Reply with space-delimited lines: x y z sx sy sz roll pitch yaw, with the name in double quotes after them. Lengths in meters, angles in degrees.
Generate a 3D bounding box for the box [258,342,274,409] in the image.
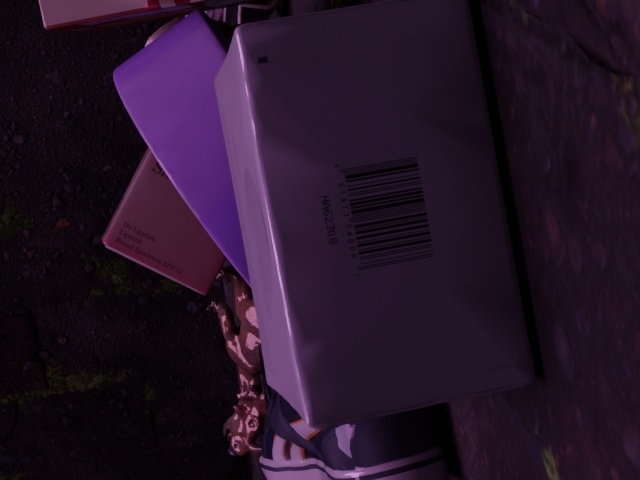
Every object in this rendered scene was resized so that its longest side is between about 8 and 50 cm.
0.010 0.248 1.379 0.261 0.103 0.184 -112 18 -55 "box"

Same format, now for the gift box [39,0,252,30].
-0.116 -0.316 1.039 0.276 0.255 0.258 -115 14 -82 "gift box"

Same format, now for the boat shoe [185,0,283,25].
-0.093 -0.265 1.437 0.113 0.104 0.306 -92 13 -78 "boat shoe"

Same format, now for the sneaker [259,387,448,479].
0.019 0.146 1.114 0.321 0.126 0.128 156 99 -71 "sneaker"

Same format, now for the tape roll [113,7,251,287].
-0.051 -0.052 1.057 0.275 0.090 0.275 55 -176 -6 "tape roll"

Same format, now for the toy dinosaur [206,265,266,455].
-0.061 0.129 1.706 0.200 0.127 0.296 -117 30 -42 "toy dinosaur"

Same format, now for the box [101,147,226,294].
-0.161 -0.067 1.644 0.232 0.148 0.127 -63 9 -2 "box"

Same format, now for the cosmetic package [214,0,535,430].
0.023 -0.017 0.809 0.224 0.138 0.224 180 79 -81 "cosmetic package"

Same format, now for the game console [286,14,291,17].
-0.028 -0.160 1.451 0.124 0.085 0.144 47 168 6 "game console"

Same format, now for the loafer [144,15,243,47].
-0.098 -0.161 1.245 0.092 0.102 0.268 52 -167 19 "loafer"
